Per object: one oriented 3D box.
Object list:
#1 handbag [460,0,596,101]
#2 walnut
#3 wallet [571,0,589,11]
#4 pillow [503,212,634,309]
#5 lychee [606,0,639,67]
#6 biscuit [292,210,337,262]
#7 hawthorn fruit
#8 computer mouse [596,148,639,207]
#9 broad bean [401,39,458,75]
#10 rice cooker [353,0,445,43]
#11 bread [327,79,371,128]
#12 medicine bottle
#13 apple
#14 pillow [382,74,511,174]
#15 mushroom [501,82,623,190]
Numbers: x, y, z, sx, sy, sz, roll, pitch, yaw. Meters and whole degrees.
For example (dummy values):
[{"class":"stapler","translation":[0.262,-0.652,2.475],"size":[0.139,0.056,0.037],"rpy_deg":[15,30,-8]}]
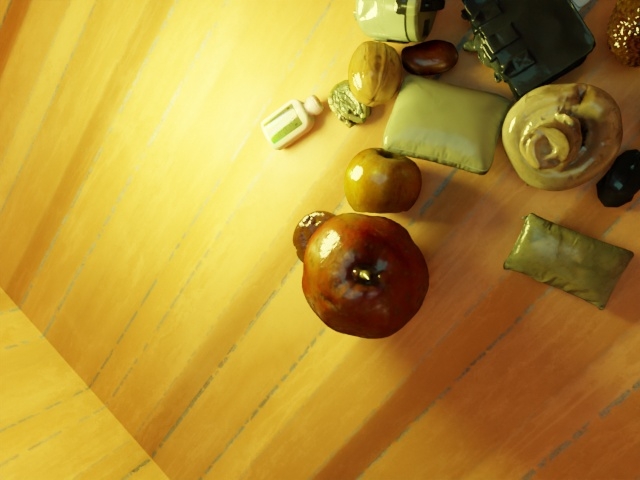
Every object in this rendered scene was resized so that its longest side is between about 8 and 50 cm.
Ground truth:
[{"class":"handbag","translation":[0.551,-0.573,1.258],"size":[0.269,0.118,0.325],"rpy_deg":[-29,84,15]},{"class":"walnut","translation":[0.165,-0.507,1.378],"size":[0.165,0.165,0.197],"rpy_deg":[-4,60,22]},{"class":"wallet","translation":[0.683,-0.687,1.241],"size":[0.061,0.025,0.122],"rpy_deg":[-40,82,27]},{"class":"pillow","translation":[0.696,0.056,1.296],"size":[0.302,0.075,0.185],"rpy_deg":[24,107,15]},{"class":"lychee","translation":[0.816,-0.530,1.115],"size":[0.200,0.200,0.238],"rpy_deg":[-11,64,22]},{"class":"biscuit","translation":[0.000,0.000,1.583],"size":[0.212,0.036,0.212],"rpy_deg":[3,98,20]},{"class":"hawthorn fruit","translation":[0.131,0.106,1.349],"size":[0.403,0.403,0.402],"rpy_deg":[3,97,21]},{"class":"computer mouse","translation":[0.823,-0.168,1.228],"size":[0.099,0.057,0.172],"rpy_deg":[31,103,17]},{"class":"broad bean","translation":[0.328,-0.549,1.365],"size":[0.165,0.084,0.114],"rpy_deg":[-7,80,18]},{"class":"rice cooker","translation":[0.236,-0.691,1.314],"size":[0.244,0.226,0.226],"rpy_deg":[14,101,24]},{"class":"bread","translation":[0.097,-0.444,1.478],"size":[0.117,0.064,0.156],"rpy_deg":[-44,79,21]},{"class":"medicine bottle","translation":[-0.093,-0.410,1.548],"size":[0.219,0.078,0.115],"rpy_deg":[-30,83,22]},{"class":"apple","translation":[0.186,-0.171,1.400],"size":[0.237,0.237,0.207],"rpy_deg":[20,119,18]},{"class":"pillow","translation":[0.366,-0.345,1.330],"size":[0.322,0.120,0.255],"rpy_deg":[18,84,11]},{"class":"mushroom","translation":[0.619,-0.262,1.168],"size":[0.293,0.290,0.292],"rpy_deg":[9,111,23]}]
